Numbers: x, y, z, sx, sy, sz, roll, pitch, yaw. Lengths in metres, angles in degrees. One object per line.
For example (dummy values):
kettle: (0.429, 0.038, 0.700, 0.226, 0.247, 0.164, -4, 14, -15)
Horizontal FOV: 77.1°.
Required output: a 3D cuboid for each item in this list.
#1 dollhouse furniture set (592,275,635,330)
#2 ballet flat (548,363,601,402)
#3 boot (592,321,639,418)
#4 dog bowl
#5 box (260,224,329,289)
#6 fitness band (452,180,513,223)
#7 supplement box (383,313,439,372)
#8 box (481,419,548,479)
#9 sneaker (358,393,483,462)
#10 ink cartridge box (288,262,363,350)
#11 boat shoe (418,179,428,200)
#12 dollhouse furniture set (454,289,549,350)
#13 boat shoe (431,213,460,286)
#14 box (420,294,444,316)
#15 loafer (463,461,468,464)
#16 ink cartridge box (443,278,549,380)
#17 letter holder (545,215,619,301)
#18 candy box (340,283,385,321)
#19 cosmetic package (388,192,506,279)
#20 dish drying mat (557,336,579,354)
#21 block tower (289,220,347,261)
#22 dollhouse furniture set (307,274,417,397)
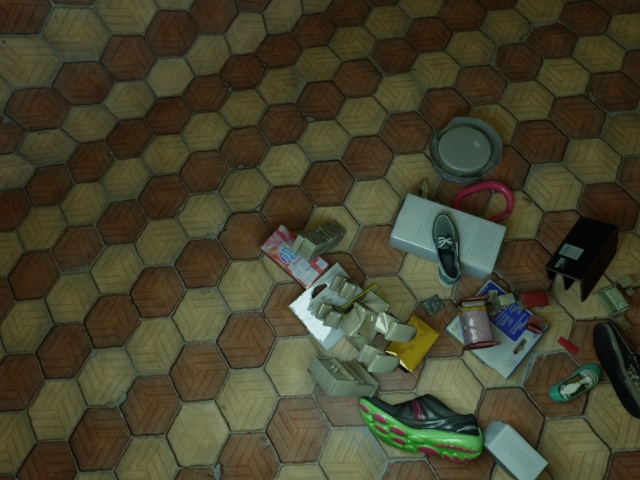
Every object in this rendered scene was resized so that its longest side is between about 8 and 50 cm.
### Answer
dollhouse furniture set: (1.301, 0.258, 1.697, 0.161, 0.101, 0.182, -26, 71, -4)
ballet flat: (1.043, 0.577, 1.618, 0.247, 0.087, 0.083, -28, 70, -5)
boot: (1.298, 0.481, 1.601, 0.284, 0.138, 0.377, -17, 74, 0)
dog bowl: (0.707, -0.438, 1.994, 0.348, 0.102, 0.349, -1, 71, 4)
box: (-0.113, 0.090, 1.863, 0.300, 0.142, 0.154, 39, 79, 16)
fitness band: (0.779, -0.171, 1.924, 0.291, 0.054, 0.209, -19, 68, -3)
supplement box: (0.369, 0.433, 1.672, 0.129, 0.194, 0.191, 38, 78, 15)
box: (0.714, 0.797, 1.521, 0.119, 0.181, 0.182, -43, 73, -9)
sneaker: (0.389, 0.720, 1.607, 0.483, 0.185, 0.202, 11, 35, 17)
ink cartridge box: (0.049, 0.289, 1.782, 0.296, 0.066, 0.261, -41, 91, -10)
boat shoe: (0.496, -0.227, 1.965, 0.048, 0.056, 0.153, 0, 78, 0)
dollhouse furniture set: (0.754, 0.317, 1.632, 0.374, 0.152, 0.201, -9, 69, 2)
boat shoe: (0.533, 0.029, 1.680, 0.116, 0.099, 0.319, -2, 74, 7)
box: (0.503, 0.292, 1.802, 0.083, 0.018, 0.067, -31, 71, -6)
loafer: (0.544, 0.831, 1.603, 0.039, 0.045, 0.125, -38, 77, -25)
ink cartridge box: (0.750, 0.378, 1.727, 0.307, 0.072, 0.303, 43, 78, 15)
letter holder: (1.149, 0.086, 1.762, 0.302, 0.214, 0.152, -49, 42, -11)
candy box: (0.182, 0.289, 1.754, 0.206, 0.027, 0.105, -33, 94, -9)
cosmetic package: (0.564, -0.017, 1.827, 0.453, 0.161, 0.230, 22, 76, 12)
dish drying mat: (1.049, 0.446, 1.705, 0.083, 0.008, 0.032, 38, 79, 15)
block tower: (0.000, 0.000, 1.806, 0.097, 0.335, 0.091, 38, 117, 17)
dollhouse furniture set: (0.165, 0.399, 1.578, 0.362, 0.256, 0.394, 35, 102, 48)
